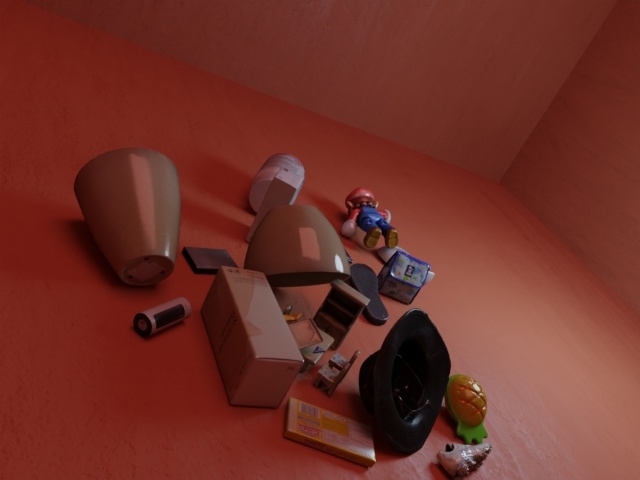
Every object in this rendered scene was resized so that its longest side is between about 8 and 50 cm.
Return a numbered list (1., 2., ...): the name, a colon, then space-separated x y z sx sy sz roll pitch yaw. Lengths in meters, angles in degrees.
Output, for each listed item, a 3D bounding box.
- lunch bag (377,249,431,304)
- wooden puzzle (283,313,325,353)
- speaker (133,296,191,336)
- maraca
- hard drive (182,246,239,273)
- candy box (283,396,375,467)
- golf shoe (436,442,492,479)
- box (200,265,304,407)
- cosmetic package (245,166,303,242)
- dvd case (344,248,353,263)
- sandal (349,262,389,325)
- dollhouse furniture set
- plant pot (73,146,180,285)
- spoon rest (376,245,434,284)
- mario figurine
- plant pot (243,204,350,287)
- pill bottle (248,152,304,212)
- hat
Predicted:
1. lunch bag: 0.269 0.116 2.086 0.128 0.151 0.096 23 24 -13
2. wooden puzzle: -0.039 0.218 1.495 0.078 0.014 0.116 -10 54 -22
3. speaker: -0.350 0.168 1.430 0.055 0.055 0.136 36 24 17
4. maraca: 0.376 0.432 1.650 0.127 0.099 0.186 13 54 -27
5. hard drive: -0.298 0.056 1.749 0.135 0.022 0.094 6 32 -42
6. candy box: 0.021 0.411 1.381 0.205 0.027 0.105 23 27 -11
7. golf shoe: 0.341 0.499 1.513 0.086 0.069 0.176 37 23 32
8. box: -0.161 0.210 1.443 0.121 0.148 0.311 12 27 -31
9. cosmetic package: -0.139 -0.096 1.963 0.085 0.231 0.117 28 24 -2
10. dvd case: 0.000 0.000 2.189 0.164 0.018 0.221 10 30 -33
11. sandal: 0.136 0.166 1.982 0.097 0.055 0.255 11 38 -20
12. dollhouse furniture set: 0.008 0.219 1.585 0.212 0.161 0.242 33 24 10
13. plant pot: -0.442 -0.036 1.551 0.256 0.256 0.274 7 48 -40
14. spoon rest: 0.295 0.091 2.281 0.137 0.084 0.276 16 13 -29
15. mario figurine: 0.177 -0.062 2.397 0.198 0.170 0.321 39 15 -33
16. plant pot: -0.066 0.012 1.699 0.284 0.284 0.191 7 75 -40
17. pill bottle: -0.153 -0.192 2.230 0.160 0.160 0.283 27 23 -4
18. hat: 0.177 0.328 1.528 0.133 0.332 0.331 -6 -3 41
